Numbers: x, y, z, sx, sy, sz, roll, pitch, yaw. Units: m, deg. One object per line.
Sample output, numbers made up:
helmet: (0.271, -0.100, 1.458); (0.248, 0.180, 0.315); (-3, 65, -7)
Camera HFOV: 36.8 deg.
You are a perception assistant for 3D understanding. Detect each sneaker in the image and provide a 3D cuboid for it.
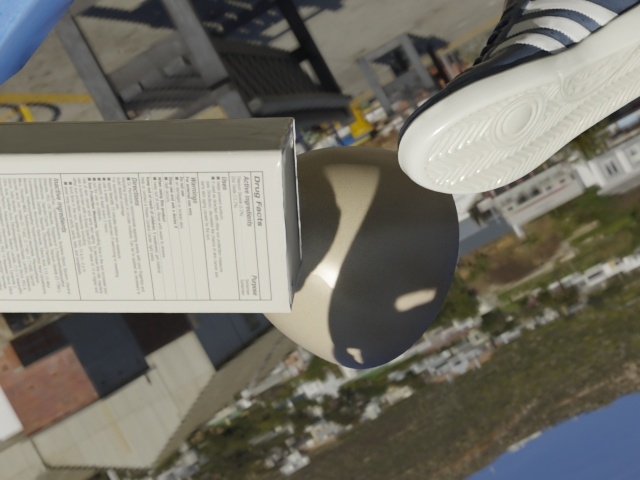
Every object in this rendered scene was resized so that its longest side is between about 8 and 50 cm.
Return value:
sneaker: (0.189, -0.168, 0.890); (0.350, 0.148, 0.131); (-28, 147, -23)

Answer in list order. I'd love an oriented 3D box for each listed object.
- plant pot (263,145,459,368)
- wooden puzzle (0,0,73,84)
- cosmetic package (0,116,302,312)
plant pot: (0.000, 0.000, 1.180); (0.191, 0.284, 0.284); (20, 145, -37)
wooden puzzle: (-0.051, -0.152, 0.306); (0.322, 0.080, 0.348); (-29, -167, 47)
cosmetic package: (-0.177, -0.025, 0.894); (0.310, 0.160, 0.113); (0, -156, 4)
